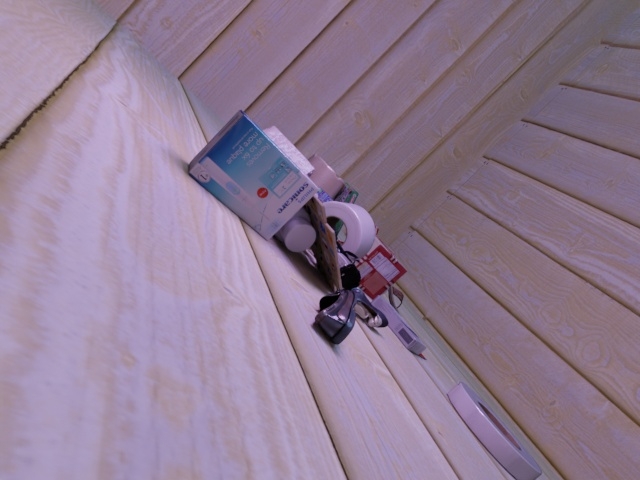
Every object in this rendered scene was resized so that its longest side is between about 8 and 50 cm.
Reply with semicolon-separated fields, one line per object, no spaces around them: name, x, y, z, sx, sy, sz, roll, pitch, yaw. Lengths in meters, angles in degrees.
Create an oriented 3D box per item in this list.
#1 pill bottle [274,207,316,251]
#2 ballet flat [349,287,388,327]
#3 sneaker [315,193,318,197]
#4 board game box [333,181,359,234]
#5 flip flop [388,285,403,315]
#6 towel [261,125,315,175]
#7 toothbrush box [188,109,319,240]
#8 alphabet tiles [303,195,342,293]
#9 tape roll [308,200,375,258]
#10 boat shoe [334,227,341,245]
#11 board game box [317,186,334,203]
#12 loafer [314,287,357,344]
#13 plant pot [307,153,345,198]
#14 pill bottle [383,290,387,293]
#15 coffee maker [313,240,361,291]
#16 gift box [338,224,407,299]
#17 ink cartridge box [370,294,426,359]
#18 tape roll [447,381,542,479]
pill bottle;-0.104;-0.066;1.408;0.131;0.131;0.229;40;9;-41
ballet flat;0.158;0.246;1.464;0.203;0.074;0.074;49;4;-24
sneaker;-0.181;-0.188;1.822;0.321;0.127;0.126;22;34;-2
board game box;0.080;-0.145;2.298;0.046;0.317;0.213;21;16;-22
flip flop;0.403;0.280;2.342;0.112;0.080;0.277;51;29;-78
towel;-0.228;-0.368;2.017;0.317;0.053;0.332;47;49;5
toothbrush box;-0.186;-0.180;1.230;0.295;0.216;0.126;44;7;-27
alphabet tiles;0.000;0.000;1.391;0.285;0.011;0.342;-126;-158;-53
tape roll;0.077;-0.030;1.725;0.246;0.246;0.169;47;19;16
boat shoe;0.017;-0.036;1.914;0.340;0.113;0.127;39;10;12
board game box;-0.031;-0.136;2.026;0.136;0.201;0.035;40;8;-45
loafer;0.034;0.160;1.065;0.084;0.096;0.267;39;9;-5
plant pot;-0.054;-0.268;2.245;0.334;0.305;0.334;44;7;-6
pill bottle;0.283;0.197;2.318;0.117;0.117;0.215;43;6;-21
coffee maker;0.056;0.098;1.554;0.178;0.120;0.171;-124;-152;-46
gift box;0.230;0.081;2.112;0.276;0.255;0.258;48;6;-26
ink cartridge box;0.361;0.383;1.908;0.239;0.060;0.275;37;11;-48
tape roll;0.629;0.694;1.593;0.392;0.072;0.392;44;6;-6
